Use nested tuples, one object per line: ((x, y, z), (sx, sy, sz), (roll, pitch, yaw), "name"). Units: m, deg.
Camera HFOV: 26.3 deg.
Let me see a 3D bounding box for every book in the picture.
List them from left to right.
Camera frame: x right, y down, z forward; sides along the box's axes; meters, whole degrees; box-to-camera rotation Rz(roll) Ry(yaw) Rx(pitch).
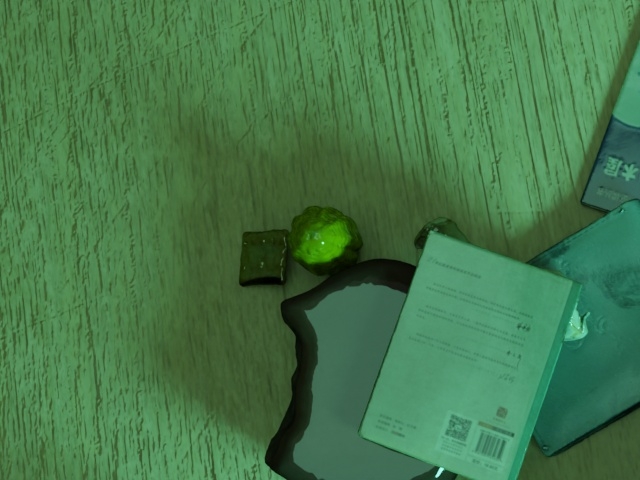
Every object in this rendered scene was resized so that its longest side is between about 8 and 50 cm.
((0.188, 0.150, 1.730), (0.214, 0.025, 0.283), (21, 81, 7), "book")
((0.519, -0.163, 1.895), (0.228, 0.018, 0.323), (19, 84, 14), "book")

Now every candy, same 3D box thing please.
((0.000, 0.000, 1.875), (0.106, 0.199, 0.094), (36, 93, 6), "candy")

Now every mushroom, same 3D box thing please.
((0.240, 0.055, 1.837), (0.278, 0.099, 0.096), (28, 85, 30), "mushroom")

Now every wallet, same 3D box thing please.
((0.366, 0.116, 1.849), (0.290, 0.054, 0.251), (-32, 70, 15), "wallet")

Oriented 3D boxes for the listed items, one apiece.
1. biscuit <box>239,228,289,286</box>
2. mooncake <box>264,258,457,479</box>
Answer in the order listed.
((-0.080, 0.025, 1.963), (0.083, 0.018, 0.081), (-4, 78, 35), "biscuit")
((0.069, 0.204, 1.831), (0.333, 0.174, 0.326), (-28, 79, 2), "mooncake")
